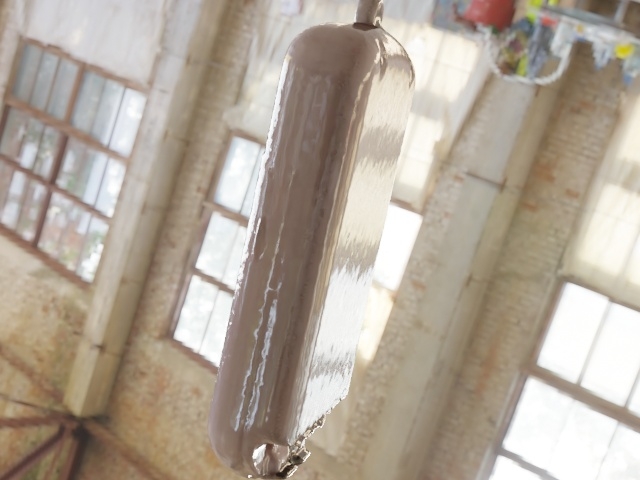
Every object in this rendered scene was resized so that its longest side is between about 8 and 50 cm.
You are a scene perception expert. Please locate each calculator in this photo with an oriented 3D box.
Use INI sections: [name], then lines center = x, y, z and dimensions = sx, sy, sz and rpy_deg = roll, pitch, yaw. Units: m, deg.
[calculator]
center = 0.000, 0.000, 0.386
dimensions = 0.032, 0.175, 0.100
rpy_deg = 14, -172, 13
